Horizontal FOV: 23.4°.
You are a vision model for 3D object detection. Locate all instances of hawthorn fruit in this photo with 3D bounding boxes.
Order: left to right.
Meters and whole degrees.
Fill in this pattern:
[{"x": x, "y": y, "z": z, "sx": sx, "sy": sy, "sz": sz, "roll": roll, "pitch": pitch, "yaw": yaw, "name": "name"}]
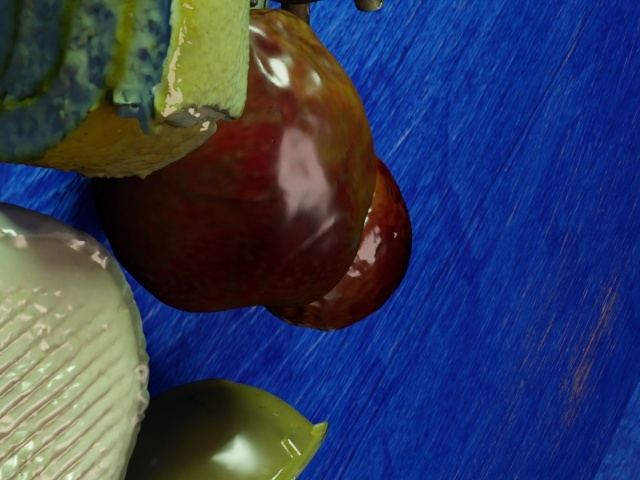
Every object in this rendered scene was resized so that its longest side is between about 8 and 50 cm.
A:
[{"x": -0.064, "y": -0.067, "z": 1.099, "sx": 0.208, "sy": 0.208, "sz": 0.248, "roll": -52, "pitch": 156, "yaw": -34, "name": "hawthorn fruit"}]

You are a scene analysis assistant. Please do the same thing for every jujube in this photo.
[{"x": 0.000, "y": 0.000, "z": 1.359, "sx": 0.236, "sy": 0.168, "sz": 0.168, "roll": 86, "pitch": 29, "yaw": -76, "name": "jujube"}]

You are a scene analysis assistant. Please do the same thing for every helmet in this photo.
[{"x": -0.119, "y": 0.203, "z": 1.275, "sx": 0.257, "sy": 0.140, "sz": 0.205, "roll": -46, "pitch": 180, "yaw": -26, "name": "helmet"}]

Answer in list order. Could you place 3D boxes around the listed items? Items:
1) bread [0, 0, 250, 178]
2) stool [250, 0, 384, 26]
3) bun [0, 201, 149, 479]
[{"x": -0.125, "y": -0.162, "z": 0.922, "sx": 0.124, "sy": 0.186, "sz": 0.257, "roll": -8, "pitch": 107, "yaw": -59, "name": "bread"}, {"x": -0.028, "y": -0.214, "z": 1.167, "sx": 0.217, "sy": 0.125, "sz": 0.121, "roll": -44, "pitch": 148, "yaw": -28, "name": "stool"}, {"x": -0.238, "y": 0.109, "z": 0.941, "sx": 0.287, "sy": 0.146, "sz": 0.287, "roll": -18, "pitch": 113, "yaw": -51, "name": "bun"}]
